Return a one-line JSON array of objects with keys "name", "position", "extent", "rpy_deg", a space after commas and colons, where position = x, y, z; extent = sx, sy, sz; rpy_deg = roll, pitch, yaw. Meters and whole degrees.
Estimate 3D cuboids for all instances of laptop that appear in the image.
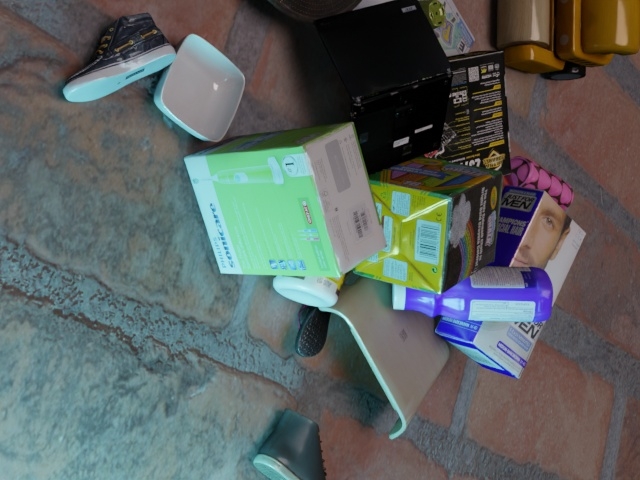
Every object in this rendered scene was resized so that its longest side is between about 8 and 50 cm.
[{"name": "laptop", "position": [0.109, -0.273, 1.690], "extent": [0.234, 0.136, 0.264], "rpy_deg": [-22, 136, -29]}]

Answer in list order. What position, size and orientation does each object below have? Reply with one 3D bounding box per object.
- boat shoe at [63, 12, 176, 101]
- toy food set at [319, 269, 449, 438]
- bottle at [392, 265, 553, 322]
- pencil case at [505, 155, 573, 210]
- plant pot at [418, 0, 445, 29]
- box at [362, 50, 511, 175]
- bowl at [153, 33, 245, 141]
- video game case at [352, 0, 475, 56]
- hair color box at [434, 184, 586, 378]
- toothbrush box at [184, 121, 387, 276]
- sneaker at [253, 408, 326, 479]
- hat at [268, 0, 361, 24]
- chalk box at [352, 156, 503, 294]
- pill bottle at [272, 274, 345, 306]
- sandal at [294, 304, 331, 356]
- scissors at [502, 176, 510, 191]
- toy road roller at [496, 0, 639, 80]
[{"name": "boat shoe", "position": [-0.310, -0.271, 1.381], "extent": [0.183, 0.065, 0.083], "rpy_deg": [-29, 84, -28]}, {"name": "toy food set", "position": [0.120, 0.186, 1.770], "extent": [0.220, 0.092, 0.306], "rpy_deg": [-47, 114, -46]}, {"name": "bottle", "position": [0.273, 0.096, 1.705], "extent": [0.118, 0.283, 0.092], "rpy_deg": [-89, 180, -71]}, {"name": "pencil case", "position": [0.490, -0.122, 2.143], "extent": [0.209, 0.098, 0.095], "rpy_deg": [22, 30, -42]}, {"name": "plant pot", "position": [0.197, -0.433, 1.812], "extent": [0.083, 0.079, 0.083], "rpy_deg": [2, 87, -45]}, {"name": "box", "position": [0.235, -0.226, 1.844], "extent": [0.322, 0.079, 0.257], "rpy_deg": [-17, 110, -32]}, {"name": "bowl", "position": [-0.199, -0.237, 1.488], "extent": [0.142, 0.053, 0.142], "rpy_deg": [36, 65, -38]}, {"name": "video game case", "position": [0.166, -0.426, 1.861], "extent": [0.329, 0.036, 0.300], "rpy_deg": [51, 57, -32]}, {"name": "hair color box", "position": [0.384, 0.081, 1.869], "extent": [0.185, 0.110, 0.338], "rpy_deg": [36, 74, -39]}, {"name": "toothbrush box", "position": [-0.059, -0.060, 1.463], "extent": [0.122, 0.283, 0.206], "rpy_deg": [-31, 110, -42]}, {"name": "sneaker", "position": [-0.012, 0.397, 1.645], "extent": [0.222, 0.083, 0.118], "rpy_deg": [49, 57, -31]}, {"name": "hat", "position": [-0.023, -0.543, 1.609], "extent": [0.331, 0.134, 0.331], "rpy_deg": [-12, 111, -32]}, {"name": "chalk box", "position": [0.209, -0.041, 1.681], "extent": [0.289, 0.179, 0.180], "rpy_deg": [-23, 122, -55]}, {"name": "pill bottle", "position": [0.000, 0.000, 1.636], "extent": [0.117, 0.117, 0.215], "rpy_deg": [31, 69, -40]}, {"name": "sandal", "position": [-0.013, 0.138, 1.684], "extent": [0.067, 0.040, 0.179], "rpy_deg": [55, 40, -36]}, {"name": "scissors", "position": [0.381, -0.138, 2.068], "extent": [0.021, 0.109, 0.297], "rpy_deg": [-20, 80, -54]}, {"name": "toy road roller", "position": [0.572, -0.491, 2.118], "extent": [0.330, 0.241, 0.202], "rpy_deg": [2, 88, -45]}]
